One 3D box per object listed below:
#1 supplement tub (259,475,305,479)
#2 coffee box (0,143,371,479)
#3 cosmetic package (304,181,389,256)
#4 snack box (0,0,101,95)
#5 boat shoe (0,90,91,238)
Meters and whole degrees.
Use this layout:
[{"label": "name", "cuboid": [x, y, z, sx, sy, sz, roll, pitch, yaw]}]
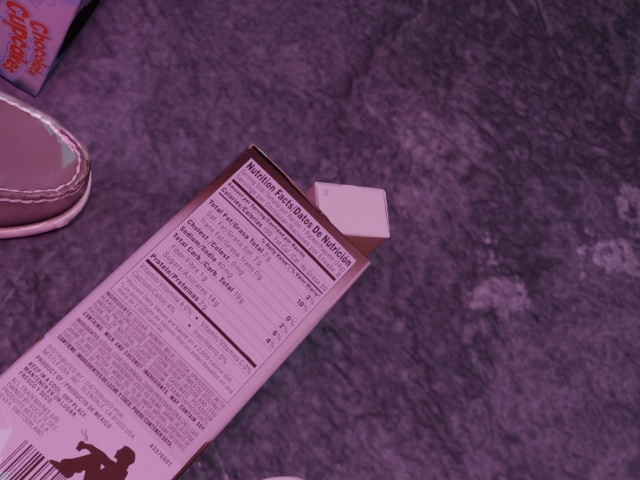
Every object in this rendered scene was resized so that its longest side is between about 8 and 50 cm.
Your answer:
[{"label": "supplement tub", "cuboid": [-0.033, 0.221, 0.844, 0.071, 0.071, 0.107, -1, 67, -26]}, {"label": "coffee box", "cuboid": [-0.121, 0.092, 0.804, 0.119, 0.168, 0.297, 44, 55, -1]}, {"label": "cosmetic package", "cuboid": [0.000, 0.000, 0.937, 0.060, 0.115, 0.041, 5, 65, -24]}, {"label": "snack box", "cuboid": [-0.146, -0.280, 0.956, 0.060, 0.187, 0.322, 32, 57, -10]}, {"label": "boat shoe", "cuboid": [-0.306, -0.090, 0.841, 0.324, 0.097, 0.116, 19, 60, -17]}]
